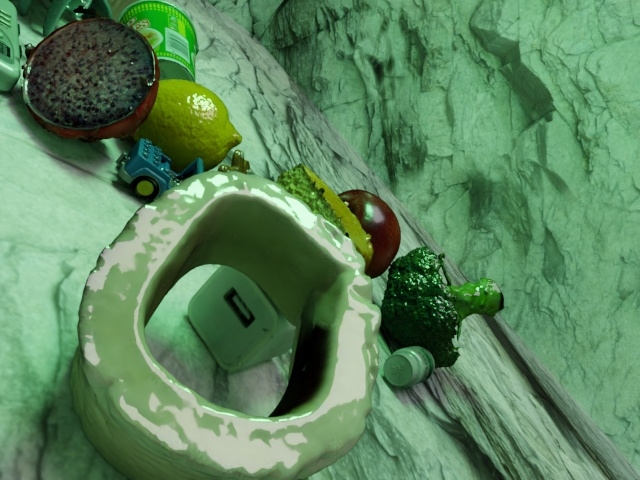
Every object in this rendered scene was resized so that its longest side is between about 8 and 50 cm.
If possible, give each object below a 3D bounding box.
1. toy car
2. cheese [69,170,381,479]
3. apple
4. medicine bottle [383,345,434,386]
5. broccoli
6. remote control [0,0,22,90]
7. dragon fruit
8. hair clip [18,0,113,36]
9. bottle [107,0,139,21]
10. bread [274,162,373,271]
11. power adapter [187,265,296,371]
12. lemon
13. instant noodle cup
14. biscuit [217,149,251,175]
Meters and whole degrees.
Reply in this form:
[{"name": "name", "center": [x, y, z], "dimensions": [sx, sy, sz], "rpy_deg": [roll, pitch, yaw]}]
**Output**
[{"name": "toy car", "center": [-0.259, -0.108, 0.910], "dimensions": [0.191, 0.100, 0.097], "rpy_deg": [39, 14, -30]}, {"name": "cheese", "center": [-0.088, 0.092, 0.552], "dimensions": [0.292, 0.153, 0.333], "rpy_deg": [25, 49, -10]}, {"name": "apple", "center": [0.090, -0.010, 1.272], "dimensions": [0.201, 0.218, 0.218], "rpy_deg": [36, 17, -54]}, {"name": "medicine bottle", "center": [0.189, 0.269, 1.098], "dimensions": [0.080, 0.080, 0.130], "rpy_deg": [53, 18, 23]}, {"name": "broccoli", "center": [0.284, 0.149, 1.257], "dimensions": [0.297, 0.296, 0.298], "rpy_deg": [165, -90, -74]}, {"name": "remote control", "center": [-0.570, -0.359, 0.849], "dimensions": [0.140, 0.056, 0.297], "rpy_deg": [28, 25, -46]}, {"name": "dragon fruit", "center": [-0.368, -0.245, 0.870], "dimensions": [0.223, 0.218, 0.148], "rpy_deg": [38, -16, 12]}, {"name": "hair clip", "center": [-0.583, -0.624, 1.070], "dimensions": [0.318, 0.392, 0.239], "rpy_deg": [42, 44, -13]}, {"name": "bottle", "center": [-0.615, -0.696, 1.314], "dimensions": [0.297, 0.173, 0.206], "rpy_deg": [42, 24, -9]}, {"name": "bread", "center": [0.000, 0.000, 1.089], "dimensions": [0.178, 0.194, 0.340], "rpy_deg": [28, 23, -41]}, {"name": "power adapter", "center": [-0.080, 0.104, 0.791], "dimensions": [0.130, 0.125, 0.204], "rpy_deg": [49, 19, 17]}, {"name": "lemon", "center": [-0.274, -0.222, 1.007], "dimensions": [0.243, 0.187, 0.187], "rpy_deg": [11, 21, 0]}, {"name": "instant noodle cup", "center": [-0.377, -0.422, 1.218], "dimensions": [0.207, 0.207, 0.233], "rpy_deg": [28, 30, -43]}, {"name": "biscuit", "center": [-0.178, -0.119, 1.070], "dimensions": [0.031, 0.138, 0.205], "rpy_deg": [13, 20, 2]}]
